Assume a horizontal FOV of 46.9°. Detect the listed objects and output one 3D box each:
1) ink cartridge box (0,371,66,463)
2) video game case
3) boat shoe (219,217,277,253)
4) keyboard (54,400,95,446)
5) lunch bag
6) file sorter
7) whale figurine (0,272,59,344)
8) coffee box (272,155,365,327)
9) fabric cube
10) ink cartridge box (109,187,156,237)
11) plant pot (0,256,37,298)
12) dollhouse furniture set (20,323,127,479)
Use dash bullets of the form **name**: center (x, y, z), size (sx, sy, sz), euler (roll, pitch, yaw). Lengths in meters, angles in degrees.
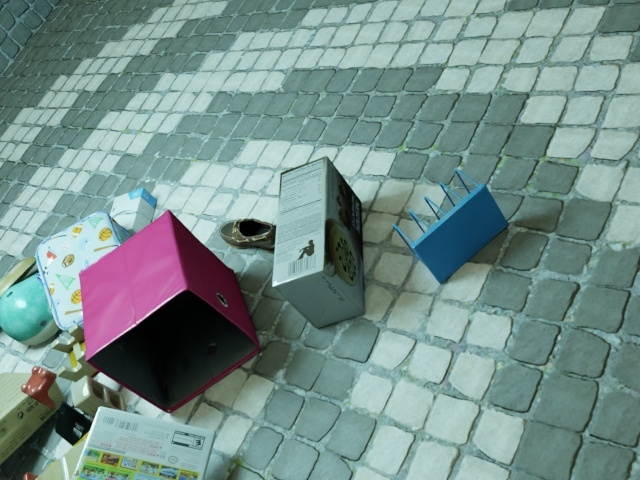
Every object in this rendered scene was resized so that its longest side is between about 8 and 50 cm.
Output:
- **ink cartridge box**: center (-0.735, 0.406, 1.684), size (0.193, 0.088, 0.235), euler (-6, 27, 34)
- **video game case**: center (-0.323, 0.419, 1.324), size (0.226, 0.026, 0.206), euler (12, 56, 1)
- **boat shoe**: center (-0.163, -0.022, 1.695), size (0.207, 0.073, 0.073), euler (7, 61, 41)
- **keyboard**: center (-0.521, 0.412, 1.638), size (0.192, 0.038, 0.100), euler (17, 91, 41)
- **lunch bag**: center (-0.568, 0.085, 1.818), size (0.243, 0.115, 0.303), euler (-31, 57, 0)
- **file sorter**: center (0.238, -0.032, 1.380), size (0.170, 0.118, 0.104), euler (-41, 40, 1)
- **whale figurine**: center (-0.725, 0.135, 1.922), size (0.216, 0.141, 0.272), euler (19, 68, 44)
- **coffee box**: center (0.000, 0.000, 1.488), size (0.118, 0.168, 0.297), euler (-19, 46, 23)
- **fabric cube**: center (-0.316, 0.148, 1.534), size (0.259, 0.254, 0.258), euler (-35, 41, 8)
- **ink cartridge box**: center (-0.512, -0.045, 1.973), size (0.104, 0.060, 0.180), euler (-17, 48, 24)
- **plant pot**: center (-0.864, 0.129, 2.022), size (0.236, 0.032, 0.236), euler (-46, 12, 13)
- **dollhouse furniture set**: center (-0.497, 0.387, 1.526), size (0.201, 0.152, 0.374), euler (-38, 46, 4)
